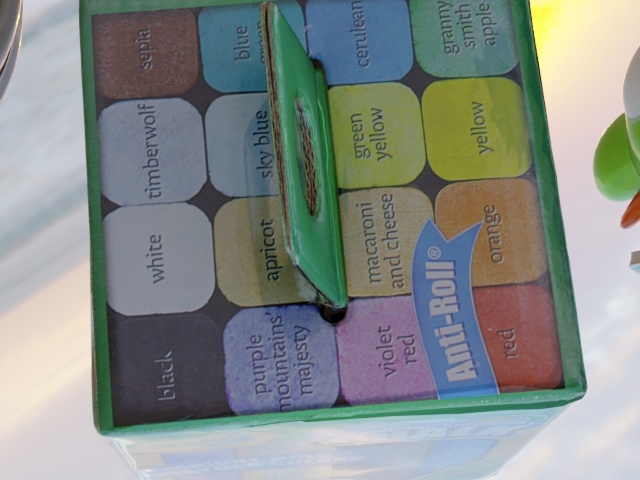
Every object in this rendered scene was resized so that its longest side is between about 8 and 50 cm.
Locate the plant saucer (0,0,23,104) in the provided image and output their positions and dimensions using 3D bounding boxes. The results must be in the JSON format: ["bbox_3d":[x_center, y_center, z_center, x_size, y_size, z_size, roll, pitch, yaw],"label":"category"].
[{"bbox_3d":[-0.227,-0.148,0.596,0.041,0.278,0.278,-25,-172,34],"label":"plant saucer"}]

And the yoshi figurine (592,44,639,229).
[{"bbox_3d":[0.271,-0.136,0.778,0.203,0.203,0.362,-8,158,-25],"label":"yoshi figurine"}]

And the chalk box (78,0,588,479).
[{"bbox_3d":[0.000,0.000,0.441,0.132,0.132,0.213,-4,165,-4],"label":"chalk box"}]

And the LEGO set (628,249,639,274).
[{"bbox_3d":[0.308,0.047,0.762,0.244,0.182,0.060,-12,-125,54],"label":"LEGO set"}]
